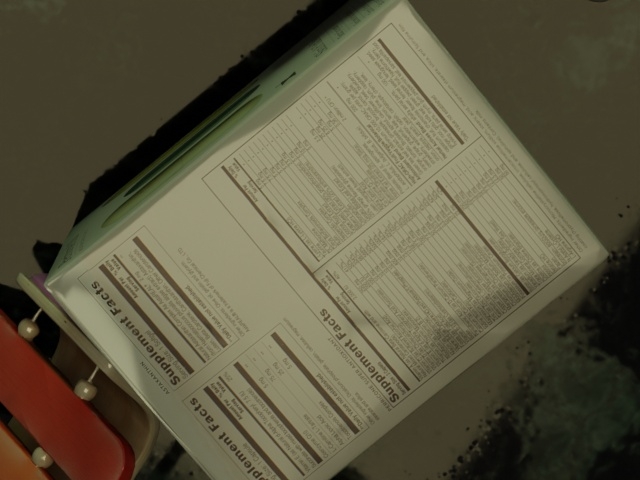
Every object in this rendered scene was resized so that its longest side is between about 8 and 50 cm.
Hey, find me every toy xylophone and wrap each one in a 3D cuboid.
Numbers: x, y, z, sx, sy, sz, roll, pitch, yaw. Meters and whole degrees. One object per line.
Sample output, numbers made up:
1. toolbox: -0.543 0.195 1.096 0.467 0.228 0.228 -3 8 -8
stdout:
1. toy xylophone: -0.201 0.190 1.224 0.081 0.236 0.322 27 92 -50

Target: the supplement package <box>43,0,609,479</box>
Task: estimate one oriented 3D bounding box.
1. supplement package: 0.000 0.000 1.191 0.263 0.199 0.198 -39 99 4
